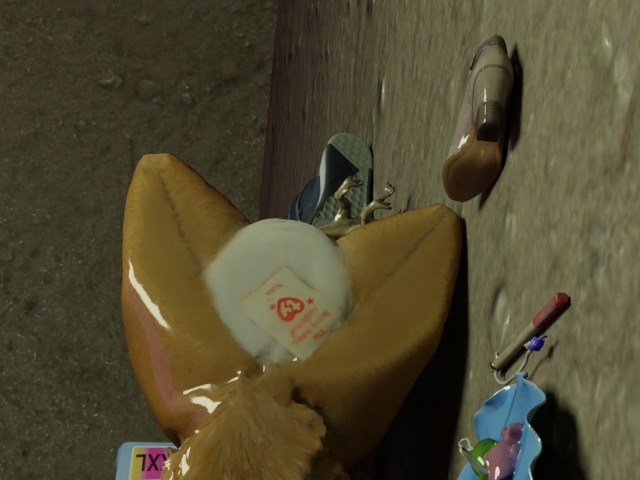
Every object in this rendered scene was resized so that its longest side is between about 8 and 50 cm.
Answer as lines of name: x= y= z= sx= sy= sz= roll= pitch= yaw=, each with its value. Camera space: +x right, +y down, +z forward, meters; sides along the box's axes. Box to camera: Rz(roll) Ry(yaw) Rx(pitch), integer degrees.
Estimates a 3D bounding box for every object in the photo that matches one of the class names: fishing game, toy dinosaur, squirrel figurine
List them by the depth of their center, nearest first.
fishing game: x=0.088 y=0.164 z=0.692 sx=0.189 sy=0.041 sz=0.264 roll=111 pitch=179 yaw=-63
squirrel figurine: x=-0.040 y=0.179 z=1.013 sx=0.370 sy=0.281 sz=0.397 roll=97 pitch=178 yaw=-57
toy dinosaur: x=0.029 y=-0.012 z=1.136 sx=0.053 sy=0.183 sz=0.093 roll=50 pitch=125 yaw=37

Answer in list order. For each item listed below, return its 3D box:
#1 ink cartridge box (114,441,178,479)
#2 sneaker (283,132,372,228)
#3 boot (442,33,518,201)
ink cartridge box: x=-0.083 y=0.378 z=1.107 sx=0.395 sy=0.270 sz=0.151 roll=-98 pitch=11 yaw=-59
sneaker: x=0.002 y=0.000 z=1.405 sx=0.163 sy=0.086 sz=0.226 roll=124 pitch=163 yaw=-50
boot: x=0.123 y=-0.096 z=0.871 sx=0.118 sy=0.042 sz=0.087 roll=110 pitch=170 yaw=-56
